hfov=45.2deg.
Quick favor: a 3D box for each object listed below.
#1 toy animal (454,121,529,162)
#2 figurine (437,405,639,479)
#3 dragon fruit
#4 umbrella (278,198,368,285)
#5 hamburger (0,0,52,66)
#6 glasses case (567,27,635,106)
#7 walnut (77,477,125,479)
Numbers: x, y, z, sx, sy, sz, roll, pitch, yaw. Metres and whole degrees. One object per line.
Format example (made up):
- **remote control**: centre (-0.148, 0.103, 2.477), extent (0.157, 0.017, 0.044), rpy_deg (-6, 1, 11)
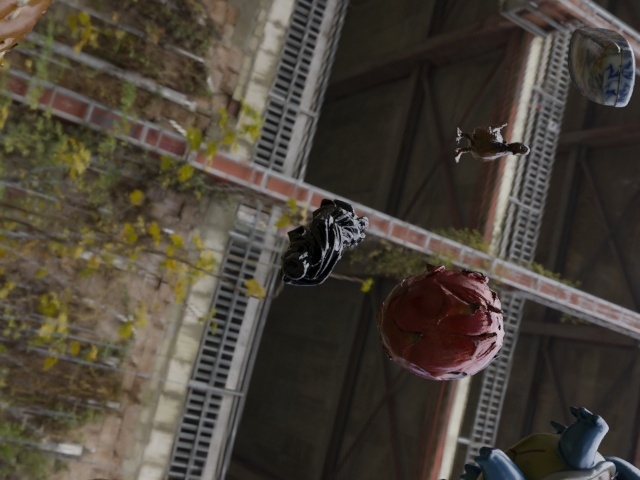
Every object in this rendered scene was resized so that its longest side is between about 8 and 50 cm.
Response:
- **toy animal**: centre (0.419, -0.240, 1.862), extent (0.188, 0.179, 0.089), rpy_deg (-55, 144, -56)
- **figurine**: centre (0.348, 0.394, 1.228), extent (0.298, 0.416, 0.243), rpy_deg (83, 2, -76)
- **dragon fruit**: centre (0.236, 0.164, 1.511), extent (0.252, 0.241, 0.241), rpy_deg (21, -88, 19)
- **umbrella**: centre (0.001, -0.001, 1.305), extent (0.122, 0.110, 0.272), rpy_deg (-31, -176, 25)
- **hamburger**: centre (-0.369, -0.262, 0.572), extent (0.445, 0.287, 0.268), rpy_deg (-34, -101, 34)
- **glasses case**: centre (0.381, -0.244, 1.054), extent (0.248, 0.065, 0.087), rpy_deg (-71, 156, -66)
- **walnut**: centre (-0.267, 0.428, 0.975), extent (0.225, 0.225, 0.261), rpy_deg (-18, -91, 55)
